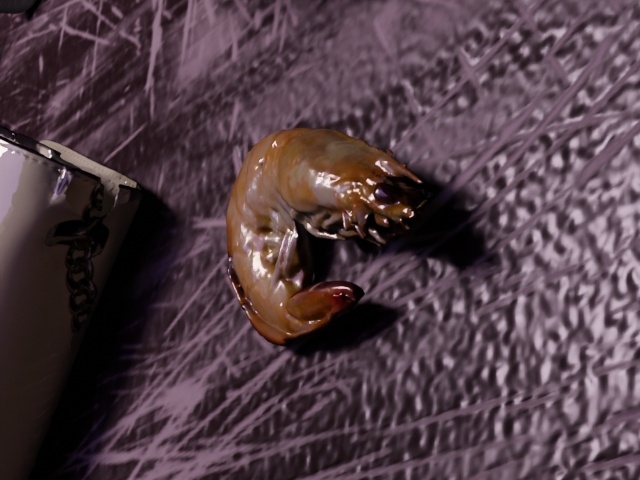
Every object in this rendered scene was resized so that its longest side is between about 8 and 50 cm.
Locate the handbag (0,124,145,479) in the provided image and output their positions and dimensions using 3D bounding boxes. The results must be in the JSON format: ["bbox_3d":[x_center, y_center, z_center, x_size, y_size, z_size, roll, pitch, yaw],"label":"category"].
[{"bbox_3d":[-0.283,0.089,1.314,0.236,0.160,0.359,24,93,50],"label":"handbag"}]

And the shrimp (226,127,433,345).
[{"bbox_3d":[-0.003,-0.001,1.043,0.236,0.053,0.133,10,79,61],"label":"shrimp"}]

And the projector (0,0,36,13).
[{"bbox_3d":[-0.270,-0.359,1.584,0.250,0.108,0.198,-56,34,22],"label":"projector"}]
